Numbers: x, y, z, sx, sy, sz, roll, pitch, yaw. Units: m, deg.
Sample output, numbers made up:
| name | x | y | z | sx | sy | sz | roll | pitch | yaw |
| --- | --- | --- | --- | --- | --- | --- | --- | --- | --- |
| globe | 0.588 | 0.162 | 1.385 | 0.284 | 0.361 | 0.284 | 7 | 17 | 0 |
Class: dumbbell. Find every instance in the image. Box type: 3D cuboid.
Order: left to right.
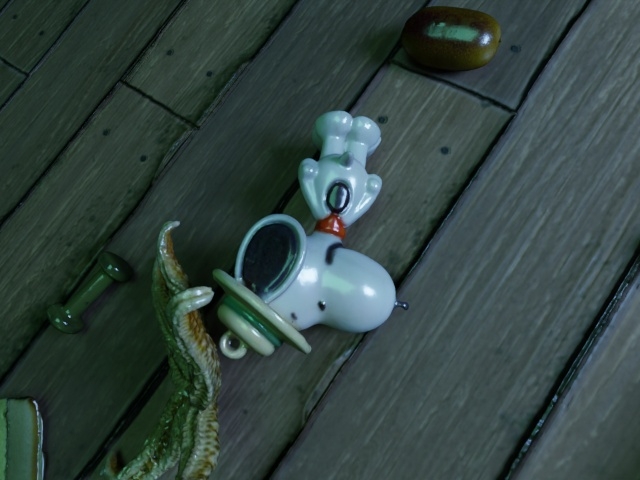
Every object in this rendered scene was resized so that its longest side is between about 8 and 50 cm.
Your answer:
| name | x | y | z | sx | sy | sz | roll | pitch | yaw |
| --- | --- | --- | --- | --- | --- | --- | --- | --- | --- |
| dumbbell | -0.309 | 0.070 | 0.589 | 0.118 | 0.046 | 0.052 | -47 | 62 | -4 |

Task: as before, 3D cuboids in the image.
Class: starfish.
| name | x | y | z | sx | sy | sz | roll | pitch | yaw |
| --- | --- | --- | --- | --- | --- | --- | --- | --- | --- |
| starfish | -0.156 | 0.153 | 0.466 | 0.375 | 0.094 | 0.327 | 46 | 121 | 54 |

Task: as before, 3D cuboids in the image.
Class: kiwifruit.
| name | x | y | z | sx | sy | sz | roll | pitch | yaw |
| --- | --- | --- | --- | --- | --- | --- | --- | --- | --- |
| kiwifruit | 0.164 | -0.255 | 0.555 | 0.124 | 0.075 | 0.075 | 16 | 77 | 23 |

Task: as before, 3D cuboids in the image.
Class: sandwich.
| name | x | y | z | sx | sy | sz | roll | pitch | yaw |
| --- | --- | --- | --- | --- | --- | --- | --- | --- | --- |
| sandwich | -0.443 | 0.333 | 0.537 | 0.211 | 0.063 | 0.245 | -15 | 69 | 14 |

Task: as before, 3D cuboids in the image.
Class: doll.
| name | x | y | z | sx | sy | sz | roll | pitch | yaw |
| --- | --- | --- | --- | --- | --- | --- | --- | --- | --- |
| doll | -0.019 | -0.010 | 0.503 | 0.207 | 0.144 | 0.272 | -4 | 74 | -8 |
